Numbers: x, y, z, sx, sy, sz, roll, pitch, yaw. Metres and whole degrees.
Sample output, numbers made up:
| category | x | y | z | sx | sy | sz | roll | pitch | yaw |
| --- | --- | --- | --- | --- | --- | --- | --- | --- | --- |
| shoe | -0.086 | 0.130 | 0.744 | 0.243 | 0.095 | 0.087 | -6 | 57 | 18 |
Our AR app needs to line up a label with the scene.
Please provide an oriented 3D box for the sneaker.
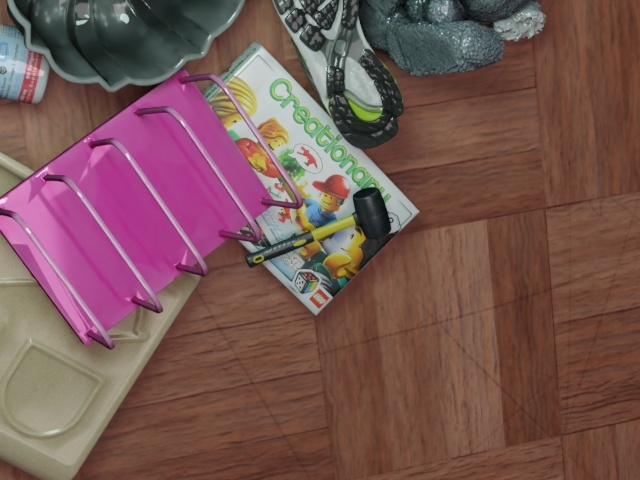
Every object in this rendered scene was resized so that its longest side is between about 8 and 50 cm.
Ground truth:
| category | x | y | z | sx | sy | sz | roll | pitch | yaw |
| --- | --- | --- | --- | --- | --- | --- | --- | --- | --- |
| sneaker | 0.001 | -0.257 | 1.836 | 0.111 | 0.121 | 0.300 | -23 | 108 | -10 |

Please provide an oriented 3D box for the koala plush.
| category | x | y | z | sx | sy | sz | roll | pitch | yaw |
| --- | --- | --- | --- | --- | --- | --- | --- | --- | --- |
| koala plush | 0.176 | -0.313 | 1.861 | 0.221 | 0.203 | 0.196 | -26 | 98 | -29 |

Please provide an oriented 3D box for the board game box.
| category | x | y | z | sx | sy | sz | roll | pitch | yaw |
| --- | --- | --- | --- | --- | --- | --- | --- | --- | --- |
| board game box | -0.044 | -0.075 | 1.907 | 0.193 | 0.053 | 0.305 | -46 | 110 | 0 |

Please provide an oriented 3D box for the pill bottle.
| category | x | y | z | sx | sy | sz | roll | pitch | yaw |
| --- | --- | --- | --- | --- | --- | --- | --- | --- | --- |
| pill bottle | -0.399 | -0.215 | 1.760 | 0.160 | 0.087 | 0.087 | 10 | 101 | -17 |

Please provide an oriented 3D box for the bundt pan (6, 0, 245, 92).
| category | x | y | z | sx | sy | sz | roll | pitch | yaw |
| --- | --- | --- | --- | --- | --- | --- | --- | --- | --- |
| bundt pan | -0.233 | -0.344 | 1.709 | 0.331 | 0.124 | 0.331 | -22 | 129 | -29 |

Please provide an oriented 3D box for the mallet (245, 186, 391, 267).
| category | x | y | z | sx | sy | sz | roll | pitch | yaw |
| --- | --- | --- | --- | --- | --- | --- | --- | --- | --- |
| mallet | 0.000 | 0.000 | 1.893 | 0.189 | 0.039 | 0.062 | -28 | 112 | -2 |

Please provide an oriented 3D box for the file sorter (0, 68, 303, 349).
| category | x | y | z | sx | sy | sz | roll | pitch | yaw |
| --- | --- | --- | --- | --- | --- | --- | --- | --- | --- |
| file sorter | -0.195 | -0.036 | 1.724 | 0.290 | 0.182 | 0.202 | -38 | 105 | -14 |

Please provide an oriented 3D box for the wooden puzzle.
| category | x | y | z | sx | sy | sz | roll | pitch | yaw |
| --- | --- | --- | --- | --- | --- | --- | --- | --- | --- |
| wooden puzzle | -0.368 | 0.095 | 1.858 | 0.322 | 0.080 | 0.348 | 31 | 99 | -19 |
